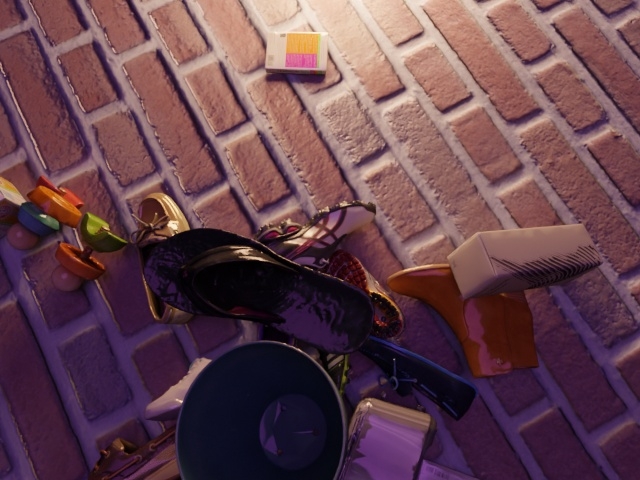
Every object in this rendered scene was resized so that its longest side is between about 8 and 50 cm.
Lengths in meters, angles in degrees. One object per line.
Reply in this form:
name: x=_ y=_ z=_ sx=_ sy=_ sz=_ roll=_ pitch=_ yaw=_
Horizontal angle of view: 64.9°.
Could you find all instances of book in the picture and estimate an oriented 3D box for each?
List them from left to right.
book: x=-0.055 y=-0.443 z=1.191 sx=0.144 sy=0.035 sz=0.096 roll=3 pitch=79 yaw=1

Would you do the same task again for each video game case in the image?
video game case: x=0.245 y=0.509 z=0.948 sx=0.157 sy=0.019 sz=0.143 roll=19 pitch=77 yaw=4

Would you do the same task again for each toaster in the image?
toaster: x=0.110 y=0.398 z=0.924 sx=0.146 sy=0.129 sz=0.227 roll=20 pitch=78 yaw=9

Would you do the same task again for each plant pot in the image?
plant pot: x=-0.078 y=0.338 z=0.889 sx=0.290 sy=0.195 sz=0.290 roll=-5 pitch=69 yaw=13

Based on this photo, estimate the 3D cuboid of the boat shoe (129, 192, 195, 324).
boat shoe: x=-0.322 y=0.030 z=1.025 sx=0.104 sy=0.089 sz=0.285 roll=-23 pitch=76 yaw=16

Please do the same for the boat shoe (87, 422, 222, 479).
boat shoe: x=-0.356 y=0.426 z=0.928 sx=0.342 sy=0.123 sz=0.123 roll=-26 pitch=67 yaw=-9

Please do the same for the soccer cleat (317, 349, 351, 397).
soccer cleat: x=0.025 y=0.236 z=1.004 sx=0.072 sy=0.060 sz=0.179 roll=2 pitch=69 yaw=11

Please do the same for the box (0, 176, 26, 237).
box: x=-0.736 y=-0.046 z=1.047 sx=0.203 sy=0.114 sz=0.103 roll=-41 pitch=79 yaw=-11

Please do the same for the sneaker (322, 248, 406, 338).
sneaker: x=0.087 y=0.112 z=1.026 sx=0.088 sy=0.092 sz=0.225 roll=-43 pitch=63 yaw=10

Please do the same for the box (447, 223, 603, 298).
box: x=0.394 y=0.038 z=0.970 sx=0.275 sy=0.113 sz=0.094 roll=-6 pitch=64 yaw=-23

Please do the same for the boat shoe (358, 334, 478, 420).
boat shoe: x=0.174 y=0.264 z=0.968 sx=0.258 sy=0.109 sz=0.089 roll=26 pitch=81 yaw=8

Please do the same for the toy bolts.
toy bolts: x=-0.550 y=-0.018 z=1.008 sx=0.228 sy=0.218 sz=0.158 roll=35 pitch=84 yaw=27

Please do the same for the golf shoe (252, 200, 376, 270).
golf shoe: x=0.000 y=0.000 z=1.030 sx=0.272 sy=0.105 sz=0.120 roll=-20 pitch=80 yaw=-16

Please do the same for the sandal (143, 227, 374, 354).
sandal: x=-0.119 y=0.080 z=0.900 sx=0.445 sy=0.107 sz=0.168 roll=14 pitch=86 yaw=10

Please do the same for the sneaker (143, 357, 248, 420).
sneaker: x=-0.246 y=0.280 z=0.989 sx=0.212 sy=0.080 sz=0.094 roll=-21 pitch=64 yaw=-12

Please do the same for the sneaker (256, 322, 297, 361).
sneaker: x=-0.085 y=0.142 z=1.000 sx=0.095 sy=0.104 sz=0.237 roll=-1 pitch=73 yaw=2

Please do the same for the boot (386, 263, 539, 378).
boot: x=0.281 y=0.162 z=0.987 sx=0.295 sy=0.104 sz=0.211 roll=2 pitch=67 yaw=-7
